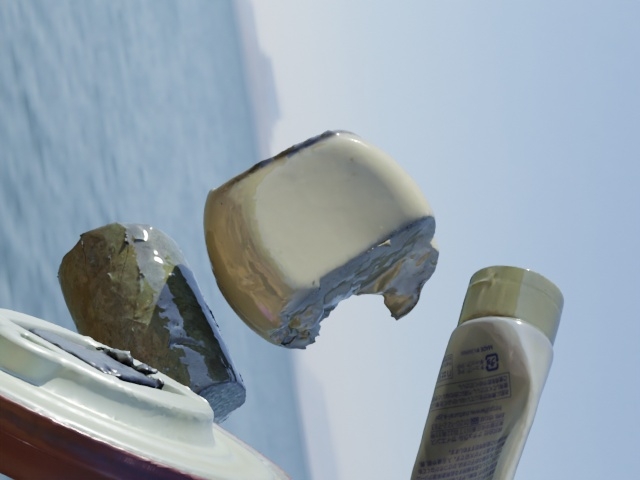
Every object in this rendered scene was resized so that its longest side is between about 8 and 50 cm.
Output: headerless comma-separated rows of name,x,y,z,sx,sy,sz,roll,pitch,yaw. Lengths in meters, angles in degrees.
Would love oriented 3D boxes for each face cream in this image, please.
face cream,0.106,0.127,1.090,0.114,0.070,0.224,-30,-146,52

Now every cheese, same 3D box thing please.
cheese,0.000,0.000,1.837,0.233,0.266,0.127,55,-25,14

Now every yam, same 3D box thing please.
yam,-0.191,0.116,1.827,0.161,0.161,0.268,83,-19,-56

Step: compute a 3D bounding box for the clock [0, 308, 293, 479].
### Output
clock,-0.160,0.107,1.082,0.080,0.318,0.318,-63,-178,0
